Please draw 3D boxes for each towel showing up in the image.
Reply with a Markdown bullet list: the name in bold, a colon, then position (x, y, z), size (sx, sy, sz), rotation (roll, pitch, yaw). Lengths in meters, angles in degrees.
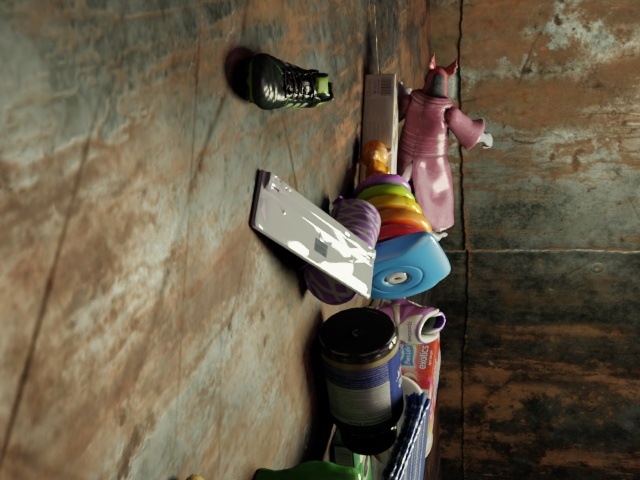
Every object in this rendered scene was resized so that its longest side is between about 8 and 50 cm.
- **towel**: position (0.096, 0.404, 0.968), size (0.336, 0.040, 0.243), rotation (-50, 145, -55)

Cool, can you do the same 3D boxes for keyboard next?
- **keyboard**: position (0.000, 0.000, 0.843), size (0.256, 0.014, 0.072), rotation (34, 61, -48)

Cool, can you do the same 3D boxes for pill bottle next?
- **pill bottle**: position (0.067, 0.224, 1.056), size (0.123, 0.123, 0.219), rotation (-67, 153, -56)
- **pill bottle**: position (0.156, 0.382, 1.375), size (0.245, 0.136, 0.136), rotation (71, 24, -53)

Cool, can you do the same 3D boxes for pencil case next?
- **pencil case**: position (0.035, 0.008, 1.008), size (0.088, 0.086, 0.206), rotation (48, 28, -16)

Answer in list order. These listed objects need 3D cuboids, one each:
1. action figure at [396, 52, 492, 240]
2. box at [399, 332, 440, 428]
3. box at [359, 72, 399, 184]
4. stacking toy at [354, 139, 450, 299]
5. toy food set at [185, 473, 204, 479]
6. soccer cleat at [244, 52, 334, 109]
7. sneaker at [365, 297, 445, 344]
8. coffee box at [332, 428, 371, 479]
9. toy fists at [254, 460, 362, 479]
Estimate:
- **action figure**: position (0.199, -0.201, 1.409), size (0.276, 0.248, 0.370), rotation (-32, 135, -49)
- **box**: position (0.219, 0.326, 1.640), size (0.257, 0.123, 0.128), rotation (-68, 154, -53)
- **box**: position (0.116, -0.167, 1.338), size (0.063, 0.067, 0.323), rotation (35, 57, -73)
- **stacking toy**: position (0.112, -0.059, 1.219), size (0.166, 0.175, 0.301), rotation (50, 27, -53)
- **toy food set**: position (-0.115, 0.245, 0.564), size (0.083, 0.020, 0.082), rotation (-56, 144, -65)
- **soccer cleat**: position (-0.031, -0.176, 0.757), size (0.179, 0.072, 0.060), rotation (-30, 120, -73)
- **sneaker**: position (0.187, 0.167, 1.443), size (0.282, 0.161, 0.102), rotation (-39, 127, -73)
- **coffee box**: position (0.057, 0.396, 1.189), size (0.113, 0.040, 0.184), rotation (-58, 145, -62)
- **toy fists**: position (-0.011, 0.384, 0.730), size (0.096, 0.142, 0.279), rotation (64, 31, -60)
